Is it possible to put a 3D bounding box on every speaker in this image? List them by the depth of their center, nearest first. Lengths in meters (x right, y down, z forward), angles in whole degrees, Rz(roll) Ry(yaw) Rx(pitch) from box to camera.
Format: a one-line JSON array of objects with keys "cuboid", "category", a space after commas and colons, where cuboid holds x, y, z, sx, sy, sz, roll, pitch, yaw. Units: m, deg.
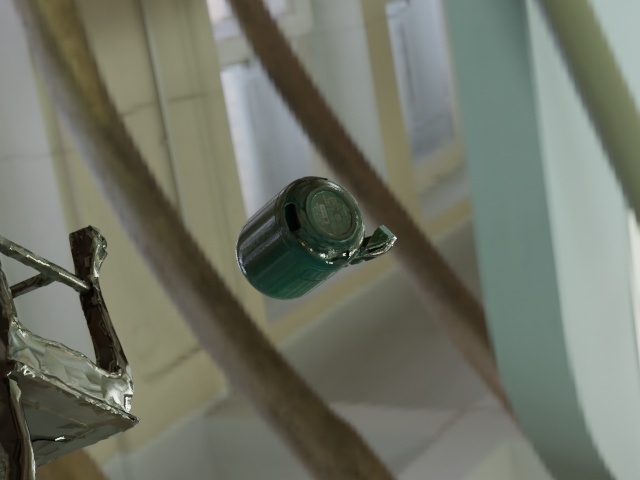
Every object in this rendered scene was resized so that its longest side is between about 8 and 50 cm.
[{"cuboid": [0.002, 0.005, 0.993, 0.094, 0.060, 0.075, 20, 146, -25], "category": "speaker"}]

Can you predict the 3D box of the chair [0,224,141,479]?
[{"cuboid": [-0.140, 0.095, 0.654, 0.106, 0.229, 0.113, -23, 152, 16], "category": "chair"}]
